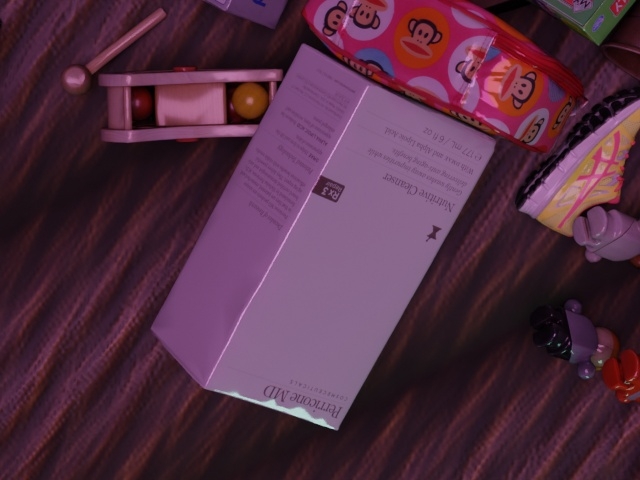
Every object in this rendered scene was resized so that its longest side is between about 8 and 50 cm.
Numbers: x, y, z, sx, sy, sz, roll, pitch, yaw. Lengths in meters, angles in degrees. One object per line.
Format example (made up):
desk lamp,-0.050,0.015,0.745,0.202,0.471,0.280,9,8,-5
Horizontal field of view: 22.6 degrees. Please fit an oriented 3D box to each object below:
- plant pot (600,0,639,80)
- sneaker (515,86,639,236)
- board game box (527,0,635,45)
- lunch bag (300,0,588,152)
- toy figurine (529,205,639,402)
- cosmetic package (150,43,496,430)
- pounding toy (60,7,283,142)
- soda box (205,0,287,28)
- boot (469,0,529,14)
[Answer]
plant pot,0.428,-0.252,1.803,0.167,0.167,0.165,28,89,0
sneaker,0.328,-0.090,1.869,0.094,0.081,0.208,41,104,-9
board game box,0.254,-0.371,1.741,0.213,0.046,0.317,-51,50,5
lunch bag,0.143,-0.200,1.770,0.293,0.258,0.120,32,97,23
toy figurine,0.368,0.078,1.818,0.148,0.209,0.213,19,94,-37
cosmetic package,0.000,0.000,1.813,0.217,0.156,0.385,20,100,-38
pounding toy,-0.176,-0.192,1.841,0.270,0.154,0.154,-1,98,3
soda box,-0.048,-0.393,1.816,0.091,0.098,0.286,33,102,34
boot,0.285,-0.345,1.782,0.305,0.112,0.115,-14,87,30
